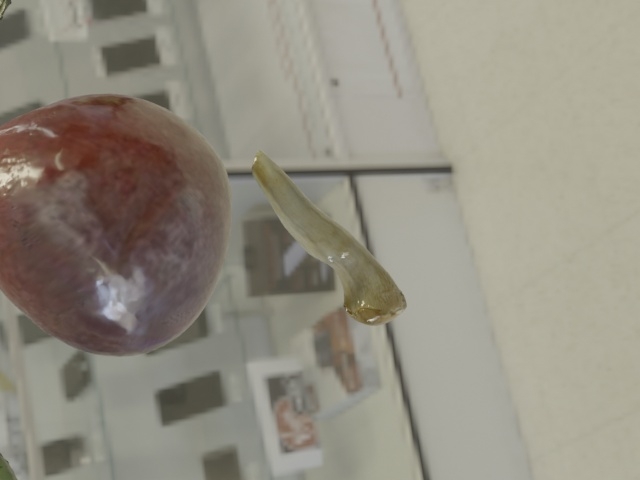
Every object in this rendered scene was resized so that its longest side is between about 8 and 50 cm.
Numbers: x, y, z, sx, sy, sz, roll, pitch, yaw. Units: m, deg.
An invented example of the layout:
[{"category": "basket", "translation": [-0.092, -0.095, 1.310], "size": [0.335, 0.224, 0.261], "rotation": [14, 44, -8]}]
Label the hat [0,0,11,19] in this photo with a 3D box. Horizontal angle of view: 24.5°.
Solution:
[{"category": "hat", "translation": [-0.312, -0.206, 1.090], "size": [0.128, 0.265, 0.266], "rotation": [41, -139, -78]}]

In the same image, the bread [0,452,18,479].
[{"category": "bread", "translation": [-0.274, 0.155, 0.506], "size": [0.382, 0.366, 0.129], "rotation": [-95, 25, -48]}]

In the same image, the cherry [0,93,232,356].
[{"category": "cherry", "translation": [-0.217, -0.024, 1.465], "size": [0.221, 0.307, 0.261], "rotation": [-11, 60, 49]}]

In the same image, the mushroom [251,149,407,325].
[{"category": "mushroom", "translation": [0.000, -0.001, 1.365], "size": [0.202, 0.054, 0.059], "rotation": [49, 166, -5]}]
